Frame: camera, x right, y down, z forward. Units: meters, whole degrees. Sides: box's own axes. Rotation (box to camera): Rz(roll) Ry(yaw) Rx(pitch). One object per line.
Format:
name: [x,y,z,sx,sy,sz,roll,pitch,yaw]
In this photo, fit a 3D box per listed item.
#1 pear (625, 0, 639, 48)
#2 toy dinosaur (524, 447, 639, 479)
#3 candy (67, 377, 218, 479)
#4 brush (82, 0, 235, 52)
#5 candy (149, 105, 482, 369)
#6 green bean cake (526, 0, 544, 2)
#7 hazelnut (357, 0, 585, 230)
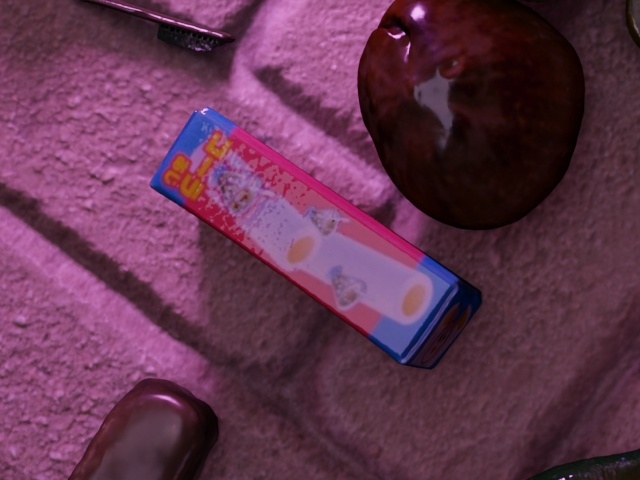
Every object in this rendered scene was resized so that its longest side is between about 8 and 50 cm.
pear: [0.364,-0.220,1.515,0.141,0.104,0.141,2,94,34]
toy dinosaur: [0.165,0.219,1.447,0.301,0.087,0.447,42,66,8]
candy: [-0.192,0.248,1.574,0.102,0.104,0.234,28,90,10]
brush: [-0.181,-0.227,1.676,0.190,0.034,0.028,19,103,14]
candy: [-0.001,0.001,1.537,0.306,0.157,0.100,34,91,14]
green bean cake: [0.183,-0.330,1.503,0.222,0.125,0.248,19,44,12]
hazelnut: [0.143,-0.131,1.499,0.218,0.218,0.234,-25,75,8]
